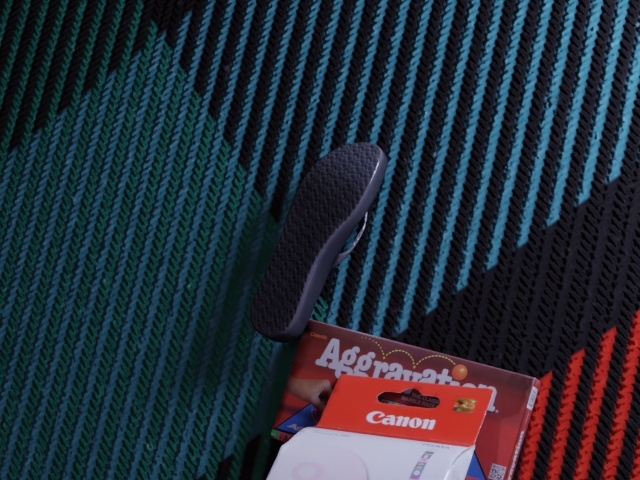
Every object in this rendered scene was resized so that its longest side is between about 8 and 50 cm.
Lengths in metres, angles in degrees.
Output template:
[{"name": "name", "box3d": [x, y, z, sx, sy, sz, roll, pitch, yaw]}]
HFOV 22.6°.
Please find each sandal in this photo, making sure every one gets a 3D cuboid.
[{"name": "sandal", "box3d": [-0.001, 0.000, 1.852, 0.097, 0.054, 0.254, 28, 88, 42]}]

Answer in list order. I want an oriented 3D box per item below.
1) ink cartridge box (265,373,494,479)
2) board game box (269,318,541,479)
[{"name": "ink cartridge box", "box3d": [0.059, 0.218, 1.662, 0.189, 0.066, 0.232, 4, 49, 24]}, {"name": "board game box", "box3d": [0.090, 0.187, 1.766, 0.281, 0.027, 0.145, 13, 78, 26]}]
